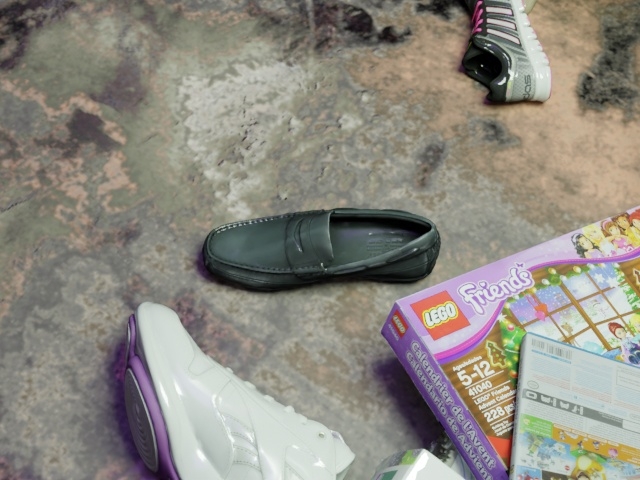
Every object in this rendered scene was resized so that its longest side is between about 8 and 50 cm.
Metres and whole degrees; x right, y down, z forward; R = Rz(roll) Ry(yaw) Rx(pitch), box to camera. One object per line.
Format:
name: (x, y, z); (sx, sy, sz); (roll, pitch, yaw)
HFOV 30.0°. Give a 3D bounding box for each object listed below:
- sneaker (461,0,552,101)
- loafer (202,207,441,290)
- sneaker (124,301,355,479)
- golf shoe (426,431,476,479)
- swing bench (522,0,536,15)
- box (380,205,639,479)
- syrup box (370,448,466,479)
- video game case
sneaker: (0.175, -0.210, 1.235); (0.075, 0.063, 0.170); (-16, 67, -15)
loafer: (0.000, 0.000, 1.115); (0.223, 0.078, 0.076); (-1, 61, 0)
sneaker: (-0.065, 0.177, 1.020); (0.152, 0.114, 0.305); (-21, 67, -26)
golf shoe: (0.117, 0.225, 1.011); (0.086, 0.069, 0.176); (29, 70, -3)
swing bench: (0.314, -0.369, 1.193); (0.255, 0.253, 0.165); (-43, 111, -19)
box: (0.226, 0.097, 1.032); (0.293, 0.057, 0.201); (-20, 62, -27)
syrup box: (0.128, 0.269, 0.916); (0.237, 0.096, 0.093); (39, 67, -5)
video game case: (0.207, 0.159, 0.933); (0.119, 0.015, 0.166); (18, 53, -8)
